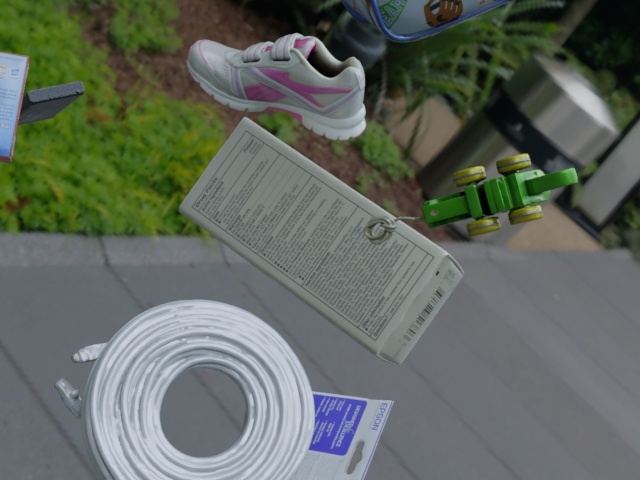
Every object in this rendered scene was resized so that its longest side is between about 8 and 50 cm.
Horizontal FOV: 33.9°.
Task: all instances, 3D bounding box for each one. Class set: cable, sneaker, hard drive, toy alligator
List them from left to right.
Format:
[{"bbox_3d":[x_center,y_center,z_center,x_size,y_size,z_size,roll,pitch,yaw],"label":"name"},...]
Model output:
[{"bbox_3d":[-0.441,-0.214,1.660,0.094,0.135,0.022,-19,91,-37],"label":"hard drive"},{"bbox_3d":[-0.132,0.188,1.159,0.257,0.257,0.089,60,-19,8],"label":"cable"},{"bbox_3d":[-0.050,-0.225,1.373,0.252,0.111,0.103,16,35,0],"label":"sneaker"},{"bbox_3d":[0.131,-0.032,0.907,0.051,0.189,0.056,-6,81,-66],"label":"toy alligator"}]

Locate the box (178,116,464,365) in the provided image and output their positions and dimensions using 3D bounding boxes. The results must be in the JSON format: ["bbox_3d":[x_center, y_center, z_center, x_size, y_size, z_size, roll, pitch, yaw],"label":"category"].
[{"bbox_3d":[0.000,0.000,1.258,0.311,0.148,0.121,37,0,22],"label":"box"}]

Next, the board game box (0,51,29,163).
[{"bbox_3d":[-0.524,-0.189,1.329,0.281,0.027,0.145,9,72,-11],"label":"board game box"}]

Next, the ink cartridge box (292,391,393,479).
[{"bbox_3d":[-0.008,0.320,1.547,0.045,0.208,0.206,58,45,-39],"label":"ink cartridge box"}]

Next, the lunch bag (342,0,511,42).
[{"bbox_3d":[0.136,-0.342,0.966,0.243,0.303,0.115,65,-7,-29],"label":"lunch bag"}]
